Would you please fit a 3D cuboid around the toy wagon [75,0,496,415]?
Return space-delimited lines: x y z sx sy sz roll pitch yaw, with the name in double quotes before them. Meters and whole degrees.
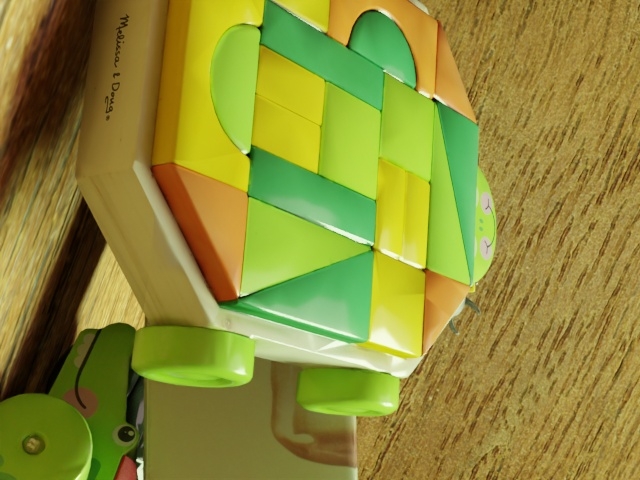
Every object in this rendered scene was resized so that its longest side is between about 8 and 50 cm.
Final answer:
"toy wagon" 0.016 -0.042 0.632 0.344 0.068 0.267 21 68 -48

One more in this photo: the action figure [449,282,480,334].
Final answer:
"action figure" 0.000 0.000 0.894 0.099 0.285 0.185 -1 111 -59

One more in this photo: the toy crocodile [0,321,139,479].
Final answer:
"toy crocodile" -0.161 0.189 0.615 0.115 0.105 0.340 111 -1 -46

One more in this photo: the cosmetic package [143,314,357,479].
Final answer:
"cosmetic package" -0.045 0.041 0.744 0.153 0.129 0.296 122 -32 -81

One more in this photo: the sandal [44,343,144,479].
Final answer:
"sandal" -0.155 0.204 0.851 0.120 0.086 0.302 -47 140 -45
